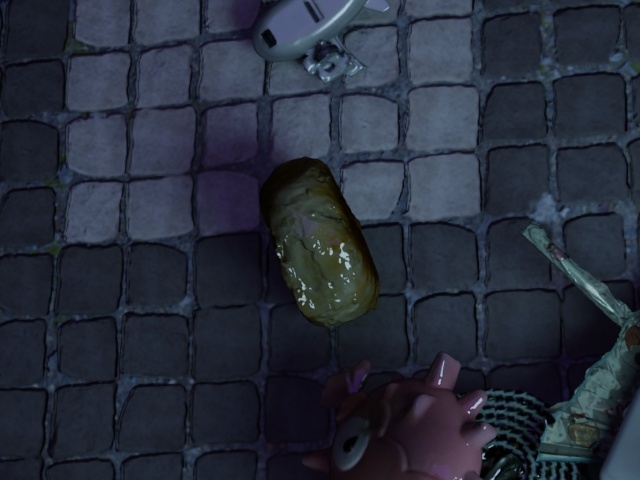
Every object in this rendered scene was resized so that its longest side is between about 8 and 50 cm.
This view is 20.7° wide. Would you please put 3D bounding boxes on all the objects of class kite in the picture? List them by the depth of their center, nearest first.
[{"bbox_3d":[0.345,0.108,1.797,0.368,0.014,0.406,43,58,0],"label":"kite"}]

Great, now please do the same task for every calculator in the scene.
[{"bbox_3d":[0.350,0.189,1.696,0.121,0.039,0.210,15,50,24],"label":"calculator"}]

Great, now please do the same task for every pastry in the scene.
[{"bbox_3d":[0.000,0.000,1.882,0.093,0.192,0.182,-23,96,6],"label":"pastry"}]

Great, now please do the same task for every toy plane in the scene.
[{"bbox_3d":[-0.002,-0.266,2.034,0.174,0.080,0.174,0,88,3],"label":"toy plane"}]

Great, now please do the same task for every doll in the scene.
[{"bbox_3d":[0.076,0.206,1.713,0.211,0.093,0.262,-45,42,9],"label":"doll"}]

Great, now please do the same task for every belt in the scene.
[{"bbox_3d":[0.155,0.276,1.782,0.207,0.150,0.257,38,83,30],"label":"belt"}]
